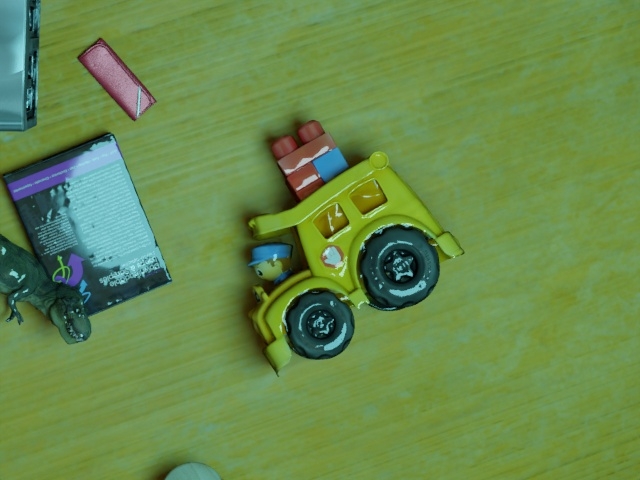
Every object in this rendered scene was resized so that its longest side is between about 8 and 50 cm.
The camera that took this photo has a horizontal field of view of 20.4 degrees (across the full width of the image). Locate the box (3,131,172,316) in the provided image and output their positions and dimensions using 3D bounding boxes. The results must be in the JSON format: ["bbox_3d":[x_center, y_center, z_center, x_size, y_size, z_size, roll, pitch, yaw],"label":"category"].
[{"bbox_3d":[-0.229,-0.011,1.750,0.116,0.029,0.162,-22,100,-9],"label":"box"}]

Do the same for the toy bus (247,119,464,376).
[{"bbox_3d":[0.000,0.000,1.755,0.220,0.149,0.211,-34,90,-4],"label":"toy bus"}]

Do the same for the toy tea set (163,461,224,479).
[{"bbox_3d":[-0.194,0.372,1.756,0.200,0.124,0.336,17,93,-14],"label":"toy tea set"}]

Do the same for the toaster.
[{"bbox_3d":[-0.317,-0.185,1.627,0.110,0.186,0.168,2,96,-3],"label":"toaster"}]

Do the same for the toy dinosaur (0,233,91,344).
[{"bbox_3d":[-0.344,0.027,1.713,0.268,0.064,0.118,42,91,-4],"label":"toy dinosaur"}]

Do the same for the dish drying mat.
[{"bbox_3d":[-0.199,-0.158,1.749,0.032,0.008,0.083,-42,104,-4],"label":"dish drying mat"}]
